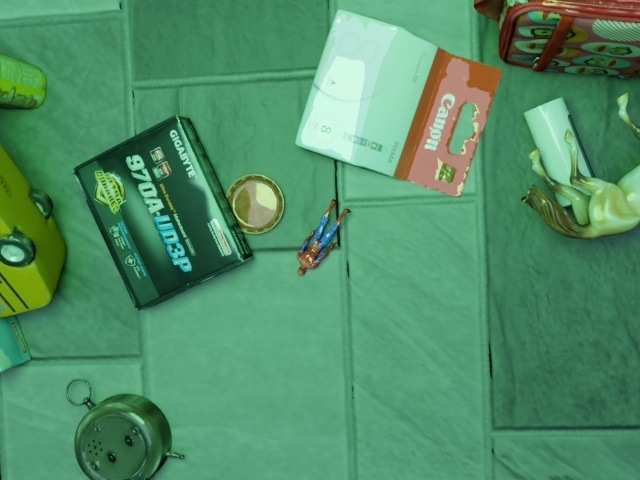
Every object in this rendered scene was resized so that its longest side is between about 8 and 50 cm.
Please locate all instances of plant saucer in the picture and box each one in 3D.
[{"bbox_3d":[-0.091,-0.051,1.060,0.083,0.013,0.083,0,93,6],"label":"plant saucer"}]

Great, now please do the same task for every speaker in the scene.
[{"bbox_3d":[0.313,-0.115,0.988,0.055,0.055,0.136,-22,90,7],"label":"speaker"}]

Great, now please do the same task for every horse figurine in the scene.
[{"bbox_3d":[0.373,-0.078,0.928,0.263,0.066,0.174,-31,86,-1],"label":"horse figurine"}]

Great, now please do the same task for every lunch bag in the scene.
[{"bbox_3d":[0.304,-0.266,0.861,0.258,0.293,0.120,9,93,10],"label":"lunch bag"}]

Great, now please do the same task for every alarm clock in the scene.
[{"bbox_3d":[-0.296,0.274,1.081,0.129,0.064,0.192,-43,85,7],"label":"alarm clock"}]

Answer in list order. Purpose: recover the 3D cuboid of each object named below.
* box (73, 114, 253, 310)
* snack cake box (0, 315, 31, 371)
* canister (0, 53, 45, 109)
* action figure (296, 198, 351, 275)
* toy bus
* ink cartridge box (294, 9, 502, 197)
[{"bbox_3d":[-0.218,-0.036,1.051,0.175,0.051,0.220,-24,90,13],"label":"box"},{"bbox_3d":[-0.542,0.079,1.083,0.152,0.089,0.264,-20,91,8],"label":"snack cake box"},{"bbox_3d":[-0.461,-0.218,1.015,0.126,0.170,0.073,3,94,7],"label":"canister"},{"bbox_3d":[0.000,0.000,1.045,0.038,0.030,0.115,35,101,9],"label":"action figure"},{"bbox_3d":[-0.446,-0.054,0.964,0.130,0.108,0.332,-14,131,11],"label":"toy bus"},{"bbox_3d":[0.103,-0.180,1.010,0.232,0.066,0.189,19,95,10],"label":"ink cartridge box"}]
